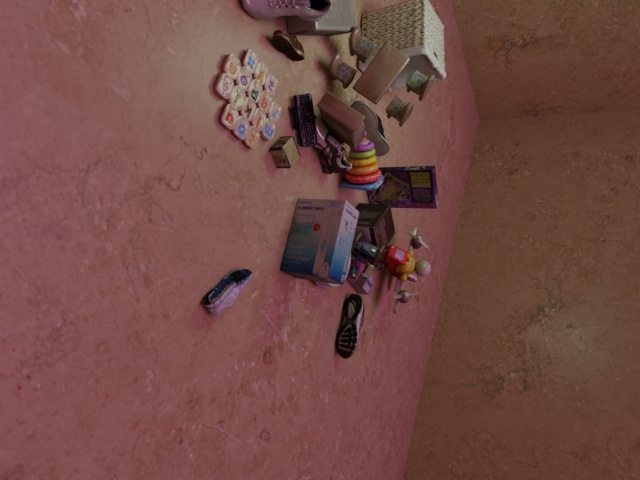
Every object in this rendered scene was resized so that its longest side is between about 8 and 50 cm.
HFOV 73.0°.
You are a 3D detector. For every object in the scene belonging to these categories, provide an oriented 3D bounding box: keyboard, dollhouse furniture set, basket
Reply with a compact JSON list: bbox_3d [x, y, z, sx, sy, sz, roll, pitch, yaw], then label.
[{"bbox_3d":[-0.059,-0.439,1.595,0.100,0.038,0.192,-18,112,-23],"label":"keyboard"},{"bbox_3d":[0.181,-0.583,1.656,0.394,0.362,0.256,-53,173,1],"label":"dollhouse furniture set"},{"bbox_3d":[0.386,-0.901,2.019,0.328,0.331,0.267,5,84,-58],"label":"basket"},{"bbox_3d":[0.180,0.080,1.886,0.184,0.129,0.129,-53,168,-45],"label":"dollhouse furniture set"}]

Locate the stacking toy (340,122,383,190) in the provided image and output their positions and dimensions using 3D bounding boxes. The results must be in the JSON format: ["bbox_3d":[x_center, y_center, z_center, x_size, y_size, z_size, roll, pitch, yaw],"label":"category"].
[{"bbox_3d":[0.179,-0.379,1.880,0.175,0.165,0.302,-41,133,-48],"label":"stacking toy"}]

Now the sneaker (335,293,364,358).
[{"bbox_3d":[0.157,0.411,2.046,0.121,0.111,0.300,38,64,-58],"label":"sneaker"}]

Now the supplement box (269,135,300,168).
[{"bbox_3d":[-0.124,-0.311,1.527,0.083,0.056,0.083,-57,139,-37],"label":"supplement box"}]

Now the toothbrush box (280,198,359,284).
[{"bbox_3d":[0.000,0.000,1.624,0.126,0.216,0.296,35,66,-55],"label":"toothbrush box"}]

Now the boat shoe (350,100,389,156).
[{"bbox_3d":[0.223,-0.536,2.007,0.340,0.127,0.113,39,32,-45],"label":"boat shoe"}]

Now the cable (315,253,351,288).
[{"bbox_3d":[0.038,0.069,1.813,0.257,0.089,0.257,28,71,-56],"label":"cable"}]

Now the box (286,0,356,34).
[{"bbox_3d":[0.006,-0.841,1.596,0.311,0.121,0.148,-33,123,-52],"label":"box"}]

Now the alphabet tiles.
[{"bbox_3d":[-0.224,-0.449,1.381,0.284,0.021,0.278,37,63,-54],"label":"alphabet tiles"}]

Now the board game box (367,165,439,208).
[{"bbox_3d":[0.386,-0.254,2.082,0.056,0.346,0.208,-46,132,-48],"label":"board game box"}]

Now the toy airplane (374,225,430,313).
[{"bbox_3d":[0.469,0.155,2.347,0.384,0.272,0.386,-33,121,-52],"label":"toy airplane"}]

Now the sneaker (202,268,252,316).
[{"bbox_3d":[-0.282,0.163,1.347,0.190,0.071,0.083,-43,136,-36],"label":"sneaker"}]

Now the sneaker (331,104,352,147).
[{"bbox_3d":[0.096,-0.475,1.850,0.094,0.081,0.209,32,73,-64],"label":"sneaker"}]

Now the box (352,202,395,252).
[{"bbox_3d":[0.230,-0.053,2.028,0.203,0.168,0.167,-50,134,-42],"label":"box"}]

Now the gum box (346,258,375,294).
[{"bbox_3d":[0.194,0.177,2.105,0.188,0.062,0.107,50,53,-49],"label":"gum box"}]

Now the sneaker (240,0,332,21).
[{"bbox_3d":[-0.100,-0.754,1.350,0.297,0.129,0.111,-10,111,-20],"label":"sneaker"}]

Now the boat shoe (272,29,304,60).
[{"bbox_3d":[-0.111,-0.683,1.493,0.178,0.064,0.060,5,86,-64],"label":"boat shoe"}]

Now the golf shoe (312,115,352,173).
[{"bbox_3d":[0.038,-0.385,1.722,0.105,0.120,0.273,-62,140,-29],"label":"golf shoe"}]
